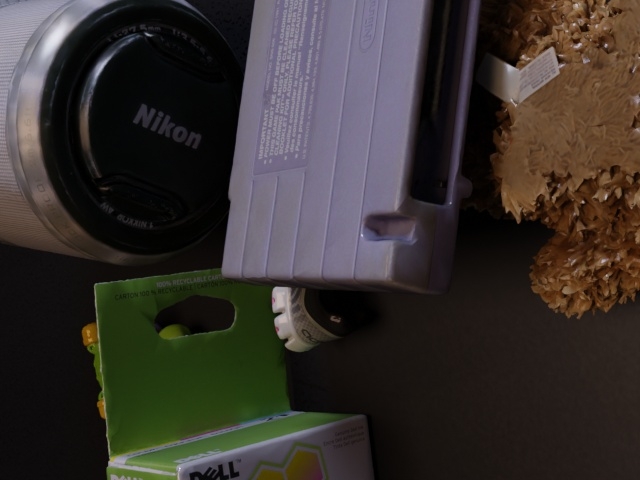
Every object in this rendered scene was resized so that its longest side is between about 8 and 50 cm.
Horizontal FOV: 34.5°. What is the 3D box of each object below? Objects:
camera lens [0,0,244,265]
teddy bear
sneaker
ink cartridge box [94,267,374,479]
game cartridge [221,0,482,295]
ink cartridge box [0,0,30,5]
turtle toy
[{"bbox_3d":[-0.210,-0.097,0.880,0.274,0.219,0.219,7,100,45],"label":"camera lens"},{"bbox_3d":[0.170,-0.067,0.592,0.338,0.113,0.245,-1,87,53],"label":"teddy bear"},{"bbox_3d":[0.000,0.000,0.792,0.074,0.063,0.170,-6,89,39],"label":"sneaker"},{"bbox_3d":[-0.060,0.148,0.776,0.097,0.188,0.255,-6,90,47],"label":"ink cartridge box"},{"bbox_3d":[0.024,-0.144,0.673,0.230,0.068,0.355,-3,78,64],"label":"game cartridge"},{"bbox_3d":[-0.414,-0.252,1.188,0.239,0.060,0.275,-42,65,39],"label":"ink cartridge box"},{"bbox_3d":[-0.167,0.112,0.971,0.130,0.066,0.095,-22,79,44],"label":"turtle toy"}]
